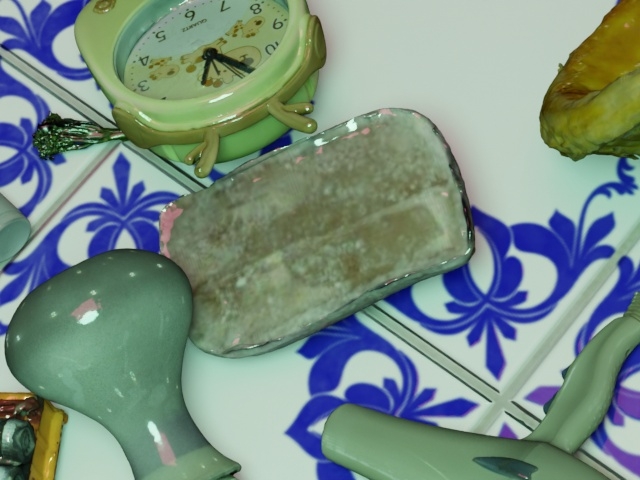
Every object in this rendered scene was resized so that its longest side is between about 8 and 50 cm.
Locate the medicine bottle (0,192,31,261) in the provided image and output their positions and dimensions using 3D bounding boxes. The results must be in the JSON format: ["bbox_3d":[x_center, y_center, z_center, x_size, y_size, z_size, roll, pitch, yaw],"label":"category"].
[{"bbox_3d":[-0.345,-0.026,1.726,0.058,0.058,0.091,-44,65,-11],"label":"medicine bottle"}]

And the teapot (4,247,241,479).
[{"bbox_3d":[-0.166,0.139,1.543,0.183,0.183,0.251,-29,83,-4],"label":"teapot"}]

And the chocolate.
[{"bbox_3d":[0.000,0.000,1.625,0.303,0.100,0.185,-22,69,9],"label":"chocolate"}]

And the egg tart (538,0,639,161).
[{"bbox_3d":[0.376,-0.185,1.537,0.388,0.388,0.169,-44,97,-11],"label":"egg tart"}]

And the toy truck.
[{"bbox_3d":[-0.312,0.264,1.547,0.114,0.135,0.270,-1,60,12],"label":"toy truck"}]

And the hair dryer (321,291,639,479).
[{"bbox_3d":[0.152,0.166,1.540,0.295,0.119,0.298,2,49,15],"label":"hair dryer"}]

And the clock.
[{"bbox_3d":[-0.106,-0.171,1.688,0.235,0.096,0.308,-24,45,-3],"label":"clock"}]

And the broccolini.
[{"bbox_3d":[-0.192,-0.109,1.756,0.218,0.044,0.042,0,49,5],"label":"broccolini"}]
